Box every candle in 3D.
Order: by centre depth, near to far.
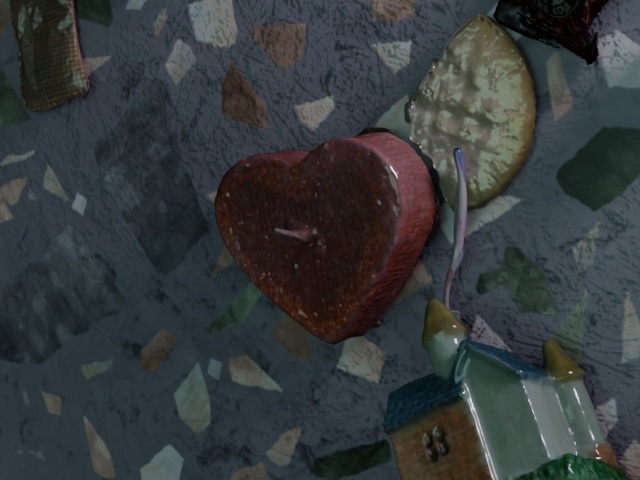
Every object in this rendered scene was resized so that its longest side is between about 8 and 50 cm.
[{"bbox_3d":[0.000,0.000,1.776,0.317,0.131,0.287,-4,97,35],"label":"candle"}]

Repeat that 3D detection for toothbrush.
[{"bbox_3d":[0.179,0.009,1.726,0.027,0.021,0.269,4,107,10],"label":"toothbrush"}]

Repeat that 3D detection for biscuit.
[{"bbox_3d":[0.328,-0.346,1.623,0.151,0.063,0.235,41,116,32],"label":"biscuit"},{"bbox_3d":[0.193,-0.168,1.720,0.188,0.040,0.265,4,95,26],"label":"biscuit"}]

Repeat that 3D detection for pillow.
[{"bbox_3d":[-0.434,-0.315,2.055,0.135,0.034,0.211,-15,84,30],"label":"pillow"}]

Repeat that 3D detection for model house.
[{"bbox_3d":[0.215,0.226,1.677,0.267,0.194,0.325,-30,65,29],"label":"model house"}]
